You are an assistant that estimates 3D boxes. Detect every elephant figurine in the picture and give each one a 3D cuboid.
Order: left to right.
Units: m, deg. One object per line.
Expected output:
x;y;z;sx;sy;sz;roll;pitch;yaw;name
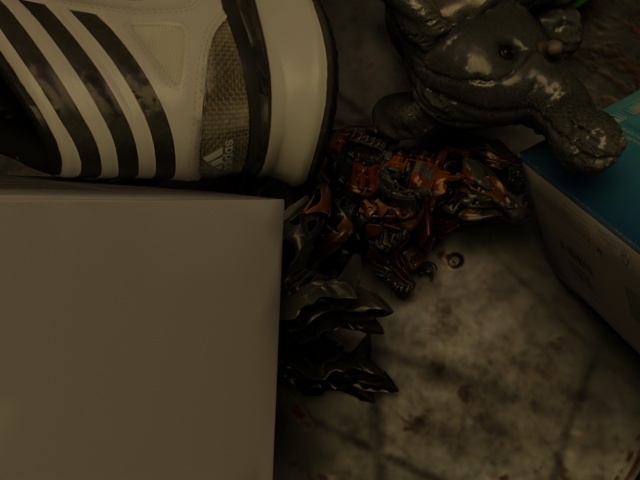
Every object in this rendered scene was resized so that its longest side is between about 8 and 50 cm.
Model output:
0.104;-0.140;0.514;0.186;0.169;0.239;-24;23;40;elephant figurine

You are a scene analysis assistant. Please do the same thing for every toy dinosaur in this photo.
0.000;0.000;0.571;0.321;0.164;0.219;-17;54;24;toy dinosaur

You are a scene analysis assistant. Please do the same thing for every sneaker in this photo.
-0.167;-0.216;0.550;0.257;0.169;0.448;-4;48;-19;sneaker

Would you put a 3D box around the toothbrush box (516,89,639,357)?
0.318;-0.037;0.458;0.295;0.126;0.216;-29;32;0;toothbrush box

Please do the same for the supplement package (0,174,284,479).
-0.185;0.062;0.451;0.262;0.198;0.200;8;98;43;supplement package

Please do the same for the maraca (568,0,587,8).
0.164;-0.267;0.622;0.185;0.099;0.127;28;113;15;maraca

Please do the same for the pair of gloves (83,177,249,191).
-0.149;-0.074;0.663;0.159;0.023;0.198;-42;69;-5;pair of gloves
